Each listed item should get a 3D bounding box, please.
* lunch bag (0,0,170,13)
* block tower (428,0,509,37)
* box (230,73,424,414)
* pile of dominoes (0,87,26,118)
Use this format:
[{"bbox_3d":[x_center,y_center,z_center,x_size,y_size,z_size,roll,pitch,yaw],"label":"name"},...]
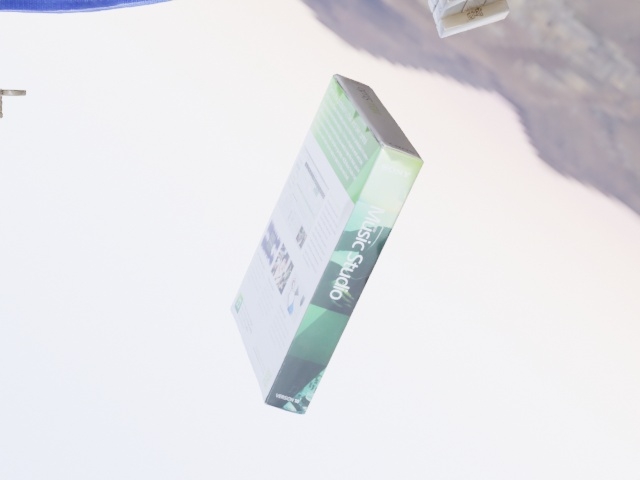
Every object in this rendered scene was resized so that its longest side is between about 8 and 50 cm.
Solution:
[{"bbox_3d":[-0.186,-0.377,1.421,0.385,0.328,0.239,-7,162,27],"label":"lunch bag"},{"bbox_3d":[0.138,-0.424,2.044,0.097,0.091,0.335,115,137,-78],"label":"block tower"},{"bbox_3d":[0.000,0.000,1.873,0.058,0.322,0.232,16,-160,-20],"label":"box"},{"bbox_3d":[-0.505,-0.165,2.039,0.251,0.040,0.196,-5,-171,-37],"label":"pile of dominoes"}]
